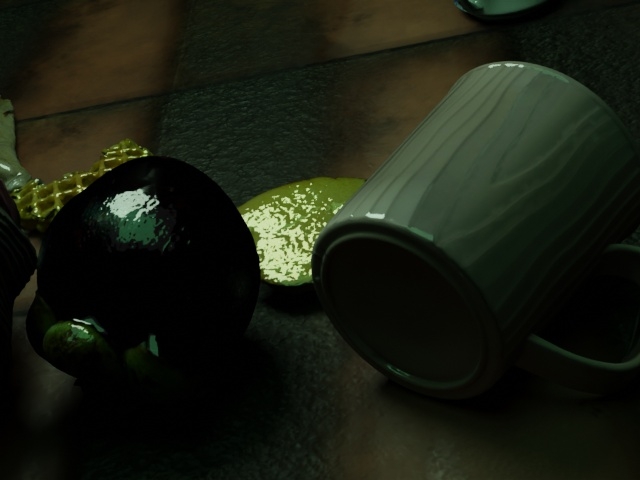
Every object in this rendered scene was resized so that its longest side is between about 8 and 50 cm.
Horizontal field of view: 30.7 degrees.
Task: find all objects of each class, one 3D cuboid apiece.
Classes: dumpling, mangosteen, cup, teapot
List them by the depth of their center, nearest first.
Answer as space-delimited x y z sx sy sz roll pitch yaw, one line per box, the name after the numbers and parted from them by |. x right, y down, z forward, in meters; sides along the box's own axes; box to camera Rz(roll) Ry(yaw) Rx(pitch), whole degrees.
0.167 0.012 1.075 0.273 0.288 0.208 -44 7 -36 | cup
-0.169 0.049 1.106 0.243 0.243 0.243 -10 33 7 | mangosteen
-0.498 -0.134 1.615 0.166 0.086 0.332 -18 29 -11 | dumpling
0.259 -0.405 1.674 0.159 0.159 0.232 19 45 40 | teapot

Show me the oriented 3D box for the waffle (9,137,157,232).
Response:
-0.294 -0.070 1.469 0.194 0.051 0.149 -35 40 -29 | waffle

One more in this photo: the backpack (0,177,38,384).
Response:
-0.366 0.022 1.073 0.197 0.317 0.283 15 57 -6 | backpack

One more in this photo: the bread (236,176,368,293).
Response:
0.000 0.000 1.251 0.188 0.065 0.149 -16 44 -8 | bread
